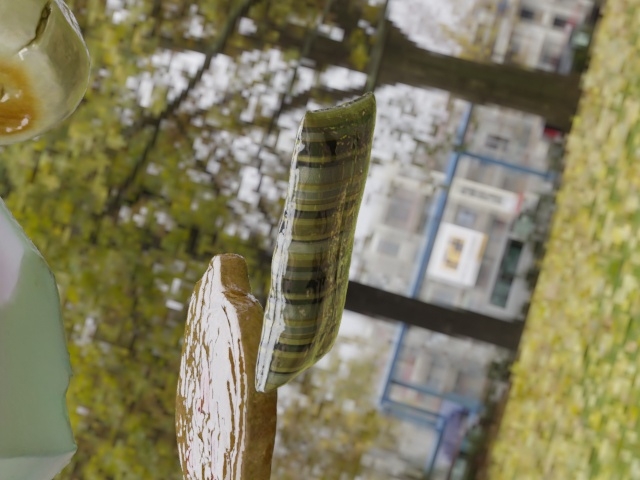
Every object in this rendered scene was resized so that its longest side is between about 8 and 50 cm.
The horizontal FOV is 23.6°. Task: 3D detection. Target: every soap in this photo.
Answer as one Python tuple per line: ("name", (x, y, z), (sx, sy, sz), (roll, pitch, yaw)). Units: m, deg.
("soap", (-0.380, 0.048, 1.274), (0.261, 0.446, 0.156), (-48, -31, 19))

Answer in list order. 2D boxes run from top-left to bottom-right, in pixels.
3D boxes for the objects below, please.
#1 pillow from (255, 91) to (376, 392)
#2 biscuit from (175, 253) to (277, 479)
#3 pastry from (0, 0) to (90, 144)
("pillow", (0.000, 0.000, 1.075), (0.113, 0.038, 0.203), (-28, -49, -61))
("biscuit", (-0.094, 0.155, 1.394), (0.257, 0.049, 0.273), (-107, 25, -46))
("pastry", (-0.224, -0.127, 0.983), (0.156, 0.156, 0.092), (79, -166, -67))
